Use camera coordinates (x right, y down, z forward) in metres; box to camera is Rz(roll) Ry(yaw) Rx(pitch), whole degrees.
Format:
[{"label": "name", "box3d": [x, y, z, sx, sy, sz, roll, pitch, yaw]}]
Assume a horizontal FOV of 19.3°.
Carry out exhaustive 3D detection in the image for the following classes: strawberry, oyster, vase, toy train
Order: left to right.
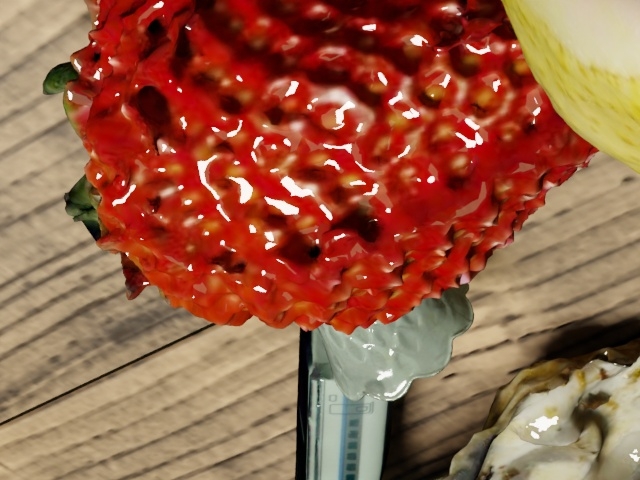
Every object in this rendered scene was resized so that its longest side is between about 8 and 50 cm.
[{"label": "vase", "box3d": [0.000, 0.000, 0.857, 0.081, 0.081, 0.149, -20, 130, 27]}, {"label": "strawberry", "box3d": [0.008, -0.052, 0.720, 0.286, 0.106, 0.188, -20, 103, 18]}, {"label": "toy train", "box3d": [0.012, 0.129, 1.025, 0.048, 0.055, 0.252, -2, 141, -4]}, {"label": "oyster", "box3d": [0.047, 0.161, 0.973, 0.345, 0.078, 0.128, -40, 144, 10]}]

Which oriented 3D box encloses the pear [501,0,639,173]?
[{"label": "pear", "box3d": [0.152, -0.137, 0.540, 0.271, 0.271, 0.271, 4, 140, 3]}]
